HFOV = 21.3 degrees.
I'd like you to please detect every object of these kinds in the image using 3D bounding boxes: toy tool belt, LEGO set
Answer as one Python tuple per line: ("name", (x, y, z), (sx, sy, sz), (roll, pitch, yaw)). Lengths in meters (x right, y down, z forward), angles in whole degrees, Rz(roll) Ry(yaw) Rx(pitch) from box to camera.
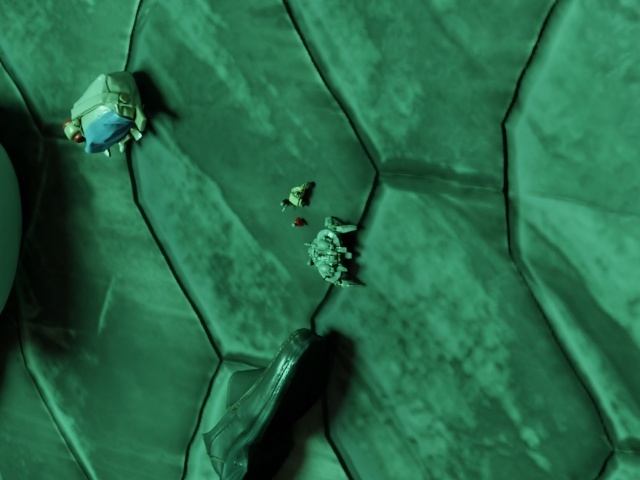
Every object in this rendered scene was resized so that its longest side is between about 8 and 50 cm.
("toy tool belt", (-0.159, -0.085, 1.262), (0.083, 0.052, 0.051), (-42, 71, 43))
("LEGO set", (-0.002, 0.001, 1.185), (0.083, 0.023, 0.054), (42, 130, 18))

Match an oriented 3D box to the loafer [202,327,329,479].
("loafer", (-0.047, 0.119, 1.250), (0.061, 0.062, 0.170), (46, 130, 22))

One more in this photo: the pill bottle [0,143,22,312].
("pill bottle", (-0.467, -0.033, 1.382), (0.408, 0.229, 0.229), (16, 118, 24))
